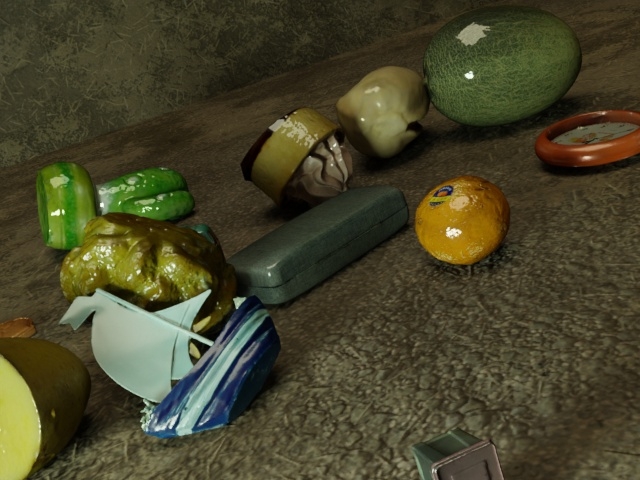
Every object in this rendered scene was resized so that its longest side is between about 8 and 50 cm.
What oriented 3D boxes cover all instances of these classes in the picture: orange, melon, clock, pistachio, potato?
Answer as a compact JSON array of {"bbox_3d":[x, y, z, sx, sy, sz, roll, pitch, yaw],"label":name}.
[{"bbox_3d":[0.204,-0.026,1.291,0.135,0.117,0.136,-41,22,20],"label":"orange"},{"bbox_3d":[0.370,-0.360,1.880,0.329,0.249,0.248,-9,19,-2],"label":"melon"},{"bbox_3d":[0.472,-0.172,1.565,0.205,0.051,0.205,-14,21,5],"label":"clock"},{"bbox_3d":[0.131,-0.274,1.917,0.187,0.188,0.299,-10,13,17],"label":"pistachio"},{"bbox_3d":[-0.354,0.191,1.109,0.203,0.178,0.158,-33,-9,35],"label":"potato"}]

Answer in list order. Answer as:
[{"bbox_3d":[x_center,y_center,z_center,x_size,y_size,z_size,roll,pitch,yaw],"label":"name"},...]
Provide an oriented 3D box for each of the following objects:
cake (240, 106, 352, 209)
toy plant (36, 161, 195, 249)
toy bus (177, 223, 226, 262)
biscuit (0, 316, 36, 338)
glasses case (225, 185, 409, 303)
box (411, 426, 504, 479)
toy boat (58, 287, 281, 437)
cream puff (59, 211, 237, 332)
[{"bbox_3d":[-0.024,-0.129,1.721,0.207,0.178,0.185,-45,-12,20],"label":"cake"},{"bbox_3d":[-0.434,-0.085,1.948,0.315,0.185,0.224,-7,20,-22],"label":"toy plant"},{"bbox_3d":[-0.286,0.049,1.503,0.261,0.109,0.091,-16,13,-1],"label":"toy bus"},{"bbox_3d":[-0.537,0.159,1.530,0.130,0.019,0.102,-8,22,20],"label":"biscuit"},{"bbox_3d":[0.000,0.000,1.444,0.323,0.074,0.131,-32,25,-36],"label":"glasses case"},{"bbox_3d":[0.119,0.206,0.774,0.060,0.085,0.063,-22,14,-12],"label":"box"},{"bbox_3d":[-0.204,0.121,1.126,0.291,0.067,0.220,22,57,23],"label":"toy boat"},{"bbox_3d":[-0.246,0.052,1.315,0.196,0.244,0.244,-46,16,11],"label":"cream puff"}]
